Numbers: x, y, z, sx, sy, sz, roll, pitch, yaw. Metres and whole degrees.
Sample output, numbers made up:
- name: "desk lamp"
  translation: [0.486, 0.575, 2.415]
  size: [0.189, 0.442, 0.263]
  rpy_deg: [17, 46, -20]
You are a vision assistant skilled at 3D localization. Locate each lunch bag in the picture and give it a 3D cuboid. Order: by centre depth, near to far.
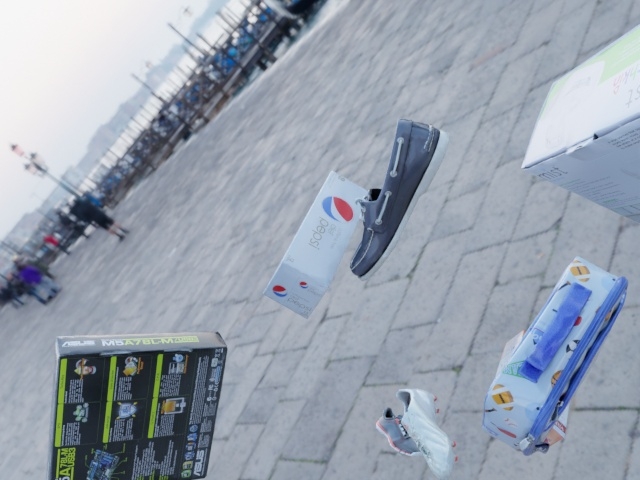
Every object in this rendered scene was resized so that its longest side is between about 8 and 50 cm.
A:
- name: "lunch bag"
  translation: [0.358, 0.185, 1.032]
  size: [0.303, 0.115, 0.243]
  rpy_deg: [-52, -25, -20]

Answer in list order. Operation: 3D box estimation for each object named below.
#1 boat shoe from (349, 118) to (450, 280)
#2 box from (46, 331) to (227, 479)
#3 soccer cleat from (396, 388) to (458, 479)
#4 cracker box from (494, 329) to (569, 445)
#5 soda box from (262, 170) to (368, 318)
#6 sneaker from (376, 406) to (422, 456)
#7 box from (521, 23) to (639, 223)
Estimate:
- name: "boat shoe"
  translation: [0.074, -0.046, 0.771]
  size: [0.075, 0.065, 0.206]
  rpy_deg: [-79, 15, -62]
- name: "box"
  translation: [-0.210, 0.197, 0.761]
  size: [0.045, 0.184, 0.191]
  rpy_deg: [-135, 51, -58]
- name: "soccer cleat"
  translation: [0.181, 0.337, 1.171]
  size: [0.196, 0.076, 0.068]
  rpy_deg: [-102, 29, -60]
- name: "cracker box"
  translation: [0.463, 0.320, 1.457]
  size: [0.067, 0.155, 0.232]
  rpy_deg: [-48, -2, 33]
- name: "soda box"
  translation: [0.000, 0.000, 0.907]
  size: [0.074, 0.069, 0.216]
  rpy_deg: [-58, 4, 42]
- name: "sneaker"
  translation: [0.187, 0.442, 1.554]
  size: [0.158, 0.061, 0.065]
  rpy_deg: [30, 108, 50]
- name: "box"
  translation: [0.372, -0.101, 0.666]
  size: [0.262, 0.231, 0.127]
  rpy_deg: [143, 150, -80]
